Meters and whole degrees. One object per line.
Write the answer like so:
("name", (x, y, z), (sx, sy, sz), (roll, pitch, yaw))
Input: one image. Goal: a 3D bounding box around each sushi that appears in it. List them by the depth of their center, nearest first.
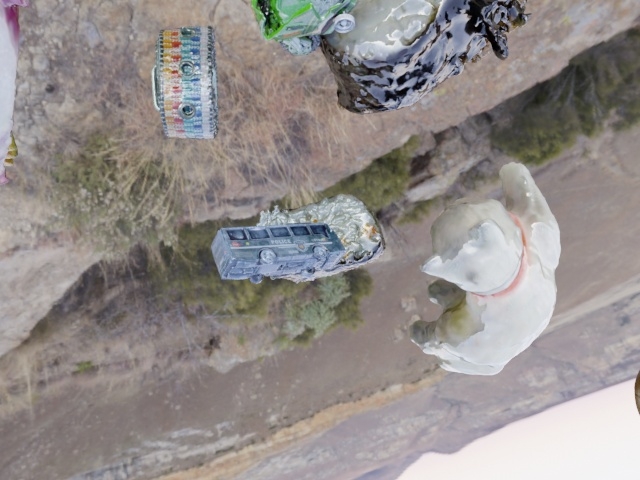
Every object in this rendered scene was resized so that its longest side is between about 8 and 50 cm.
("sushi", (0.162, -0.314, 0.687), (0.348, 0.234, 0.207), (-43, 149, -4))
("sushi", (0.000, 0.000, 0.887), (0.226, 0.136, 0.126), (-9, 175, 2))

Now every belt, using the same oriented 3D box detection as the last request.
("belt", (-0.344, -0.403, 1.274), (0.161, 0.294, 0.207), (-2, -173, -7))

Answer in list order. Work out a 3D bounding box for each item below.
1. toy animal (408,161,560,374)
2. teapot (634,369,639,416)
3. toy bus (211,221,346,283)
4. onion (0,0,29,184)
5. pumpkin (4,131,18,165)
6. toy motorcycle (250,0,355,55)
("toy animal", (0.209, 0.079, 0.743), (0.308, 0.266, 0.188), (-34, 173, 34))
("teapot", (0.410, 0.174, 0.563), (0.129, 0.098, 0.078), (-53, 159, -17))
("toy bus", (-0.049, 0.012, 0.629), (0.166, 0.065, 0.047), (-4, 144, -37))
("onion", (-0.295, -0.153, 0.285), (0.206, 0.207, 0.216), (-4, 133, -42))
("pumpkin", (-0.693, -0.243, 1.027), (0.131, 0.149, 0.254), (-3, 169, -38))
("toy motorcycle", (-0.016, -0.276, 0.570), (0.106, 0.074, 0.190), (9, 160, -26))
